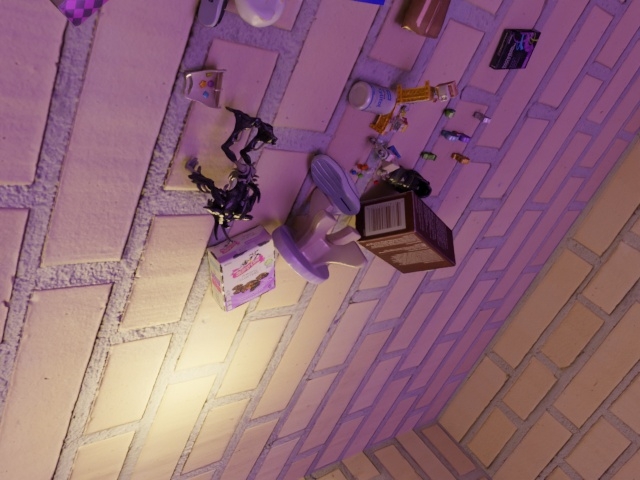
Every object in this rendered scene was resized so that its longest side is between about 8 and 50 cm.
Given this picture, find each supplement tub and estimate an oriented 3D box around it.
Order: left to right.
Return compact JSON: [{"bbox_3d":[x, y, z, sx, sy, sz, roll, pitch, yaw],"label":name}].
[{"bbox_3d":[0.129,-0.355,1.433,0.107,0.071,0.071,-3,127,-45],"label":"supplement tub"}]

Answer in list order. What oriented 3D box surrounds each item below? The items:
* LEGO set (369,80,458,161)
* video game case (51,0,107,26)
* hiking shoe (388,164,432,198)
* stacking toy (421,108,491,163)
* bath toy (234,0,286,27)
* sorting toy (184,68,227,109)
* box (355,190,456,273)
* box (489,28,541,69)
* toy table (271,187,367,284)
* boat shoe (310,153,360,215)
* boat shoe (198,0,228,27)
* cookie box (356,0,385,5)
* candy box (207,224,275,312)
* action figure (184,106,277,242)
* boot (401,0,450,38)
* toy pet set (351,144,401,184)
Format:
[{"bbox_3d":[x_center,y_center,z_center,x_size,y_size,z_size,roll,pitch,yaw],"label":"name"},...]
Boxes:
[{"bbox_3d":[0.246,-0.342,1.514,0.107,0.132,0.287,-6,152,-50],"label":"LEGO set"},{"bbox_3d":[-0.300,-0.419,0.797,0.232,0.210,0.042,-42,145,-4],"label":"video game case"},{"bbox_3d":[0.286,-0.159,1.742,0.086,0.114,0.227,-56,156,15],"label":"hiking shoe"},{"bbox_3d":[0.428,-0.321,1.795,0.221,0.052,0.167,-5,129,-42],"label":"stacking toy"},{"bbox_3d":[-0.027,-0.528,1.048,0.348,0.129,0.151,-47,120,-1],"label":"bath toy"},{"bbox_3d":[-0.232,-0.307,1.135,0.075,0.045,0.083,-8,132,-32],"label":"sorting toy"},{"bbox_3d":[0.276,-0.014,1.803,0.191,0.143,0.381,-11,156,27],"label":"box"},{"bbox_3d":[0.585,-0.573,1.721,0.162,0.029,0.116,-14,135,-35],"label":"box"},{"bbox_3d":[0.000,0.000,1.540,0.161,0.252,0.274,-36,169,12],"label":"toy table"},{"bbox_3d":[0.041,-0.162,1.542,0.083,0.075,0.226,-9,139,24],"label":"boat shoe"},{"bbox_3d":[-0.183,-0.455,1.035,0.142,0.049,0.040,-64,176,18],"label":"boat shoe"},{"bbox_3d":[0.102,-0.557,1.223,0.107,0.040,0.091,-11,132,-40],"label":"cookie box"},{"bbox_3d":[-0.206,0.076,1.524,0.165,0.070,0.196,-26,141,-27],"label":"candy box"},{"bbox_3d":[-0.197,-0.141,1.257,0.164,0.141,0.275,13,100,-54],"label":"action figure"},{"bbox_3d":[0.250,-0.603,1.291,0.236,0.089,0.269,-7,131,-42],"label":"boot"},{"bbox_3d":[0.161,-0.223,1.632,0.114,0.065,0.122,-23,155,33],"label":"toy pet set"}]
